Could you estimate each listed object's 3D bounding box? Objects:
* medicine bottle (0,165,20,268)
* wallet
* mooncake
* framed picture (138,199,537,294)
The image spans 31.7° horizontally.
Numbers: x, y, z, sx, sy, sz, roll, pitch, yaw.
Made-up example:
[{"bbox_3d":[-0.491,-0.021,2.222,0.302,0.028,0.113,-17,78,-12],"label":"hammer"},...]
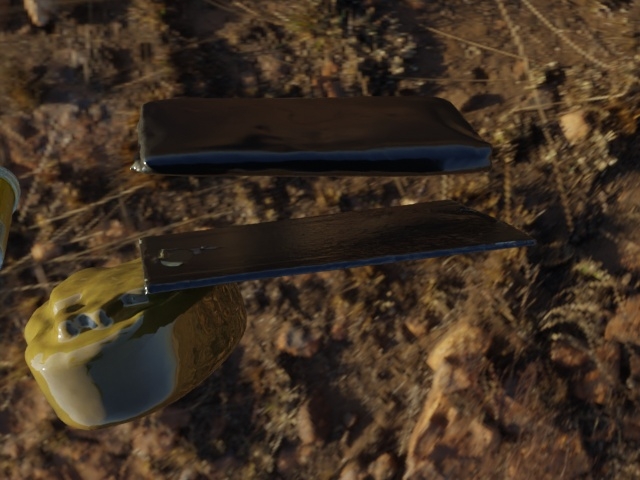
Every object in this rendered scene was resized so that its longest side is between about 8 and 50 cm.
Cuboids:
[{"bbox_3d":[-0.411,-0.024,1.378,0.073,0.218,0.074,-4,114,-9],"label":"medicine bottle"},{"bbox_3d":[-0.016,-0.113,1.217,0.377,0.197,0.051,-1,114,-11],"label":"wallet"},{"bbox_3d":[-0.190,0.087,1.158,0.234,0.235,0.117,-14,110,23],"label":"mooncake"},{"bbox_3d":[0.000,0.000,1.019,0.323,0.244,0.013,-8,100,-9],"label":"framed picture"}]
